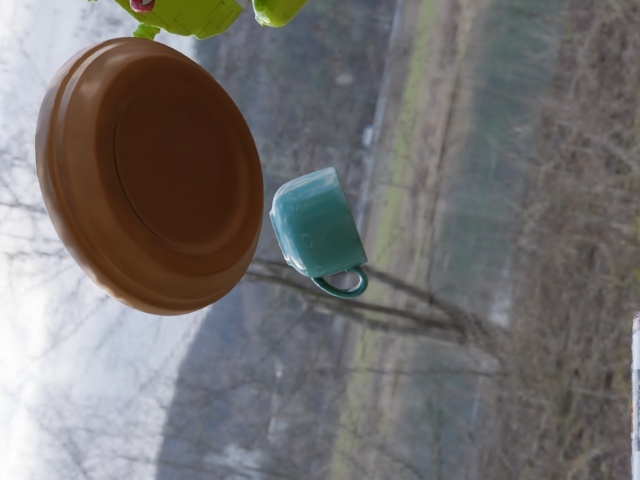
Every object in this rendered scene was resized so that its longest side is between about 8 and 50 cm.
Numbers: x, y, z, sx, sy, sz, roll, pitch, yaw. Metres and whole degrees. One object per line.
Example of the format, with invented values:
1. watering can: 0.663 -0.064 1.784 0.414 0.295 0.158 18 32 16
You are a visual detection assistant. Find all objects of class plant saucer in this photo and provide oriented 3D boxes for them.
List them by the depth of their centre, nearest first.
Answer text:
1. plant saucer: -0.106 -0.048 0.838 0.200 0.037 0.200 19 -116 -45

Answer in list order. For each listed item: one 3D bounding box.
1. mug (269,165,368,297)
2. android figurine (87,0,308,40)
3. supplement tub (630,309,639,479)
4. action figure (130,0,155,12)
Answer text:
1. mug: -0.002 -0.006 1.523 0.129 0.097 0.157 65 -173 -72
2. android figurine: -0.103 -0.297 1.092 0.273 0.248 0.056 -48 14 12
3. supplement tub: 0.285 0.149 0.902 0.106 0.106 0.197 86 -173 -79
4. action figure: -0.084 -0.177 0.636 0.038 0.030 0.115 -57 -18 -82
